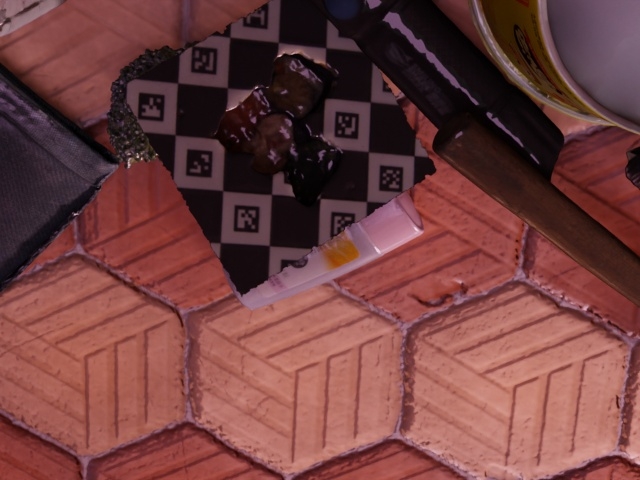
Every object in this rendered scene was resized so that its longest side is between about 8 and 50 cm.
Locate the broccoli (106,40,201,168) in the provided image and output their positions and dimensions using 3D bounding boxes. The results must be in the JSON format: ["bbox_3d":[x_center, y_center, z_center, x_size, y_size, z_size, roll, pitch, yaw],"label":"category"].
[{"bbox_3d":[-0.109,-0.102,1.448,0.204,0.122,0.118,31,131,-21],"label":"broccoli"}]

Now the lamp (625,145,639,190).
[{"bbox_3d":[0.418,0.019,1.339,0.182,0.182,0.314,-33,82,21],"label":"lamp"}]

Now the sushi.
[{"bbox_3d":[-0.042,-0.099,1.404,0.231,0.047,0.219,-33,98,-18],"label":"sushi"}]

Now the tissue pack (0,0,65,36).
[{"bbox_3d":[-0.429,-0.291,1.275,0.405,0.332,0.205,4,110,7],"label":"tissue pack"}]

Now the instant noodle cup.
[{"bbox_3d":[0.274,-0.219,1.230,0.311,0.221,0.311,0,106,0],"label":"instant noodle cup"}]

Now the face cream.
[{"bbox_3d":[0.000,0.000,1.485,0.198,0.057,0.084,-28,98,19],"label":"face cream"}]

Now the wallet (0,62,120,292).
[{"bbox_3d":[-0.396,-0.042,1.524,0.237,0.075,0.342,41,111,-16],"label":"wallet"}]

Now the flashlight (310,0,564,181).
[{"bbox_3d":[0.060,-0.202,1.369,0.103,0.103,0.424,-40,104,22],"label":"flashlight"}]

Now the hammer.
[{"bbox_3d":[0.277,0.018,1.405,0.440,0.044,0.168,37,112,-23],"label":"hammer"}]
